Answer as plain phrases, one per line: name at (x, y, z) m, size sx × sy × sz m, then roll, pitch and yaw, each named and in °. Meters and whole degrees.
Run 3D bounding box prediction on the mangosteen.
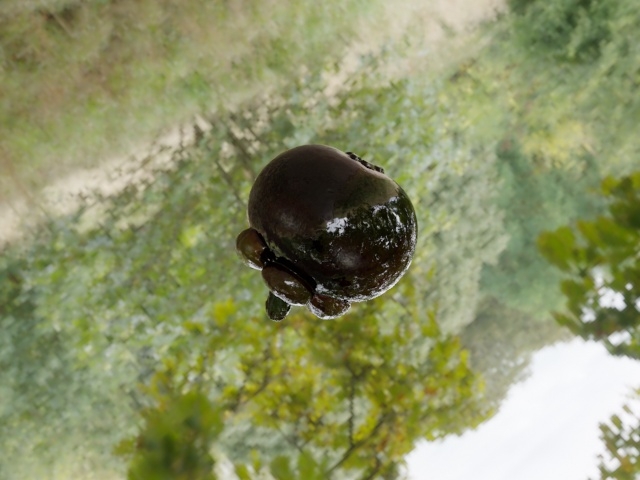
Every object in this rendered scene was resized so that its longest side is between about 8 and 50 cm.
mangosteen at (0.000, 0.000, 0.785) m, size 0.140 × 0.140 × 0.140 m, roll -39°, pitch 169°, yaw -9°
